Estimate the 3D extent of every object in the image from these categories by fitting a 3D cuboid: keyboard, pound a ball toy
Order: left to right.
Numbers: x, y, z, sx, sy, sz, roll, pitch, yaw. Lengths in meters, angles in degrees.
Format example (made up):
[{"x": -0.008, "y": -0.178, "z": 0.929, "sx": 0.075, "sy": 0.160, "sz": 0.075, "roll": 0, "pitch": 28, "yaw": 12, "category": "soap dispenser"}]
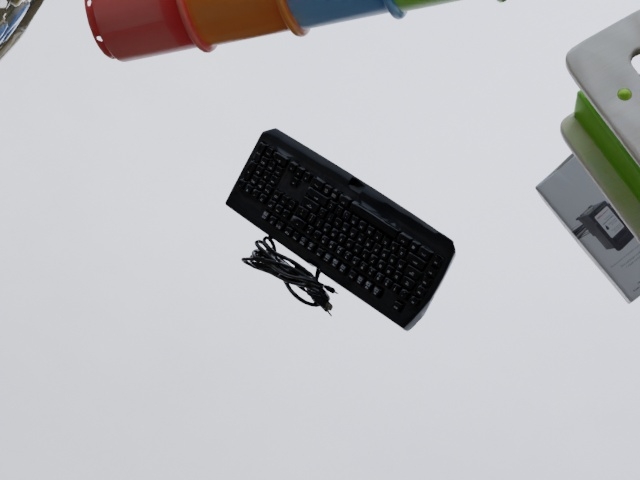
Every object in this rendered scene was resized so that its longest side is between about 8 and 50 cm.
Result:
[{"x": 0.000, "y": 0.000, "z": 1.009, "sx": 0.192, "sy": 0.100, "sz": 0.038, "roll": 34, "pitch": 16, "yaw": 34, "category": "keyboard"}, {"x": 0.333, "y": -0.057, "z": 1.153, "sx": 0.319, "sy": 0.135, "sz": 0.208, "roll": 58, "pitch": -8, "yaw": 26, "category": "pound a ball toy"}]

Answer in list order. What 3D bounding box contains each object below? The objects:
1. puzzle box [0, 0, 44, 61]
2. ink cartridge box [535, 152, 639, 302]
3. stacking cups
[{"x": -0.086, "y": -0.143, "z": 0.446, "sx": 0.052, "sy": 0.272, "sz": 0.409, "roll": 36, "pitch": -49, "yaw": -10, "category": "puzzle box"}, {"x": 0.287, "y": -0.013, "z": 1.446, "sx": 0.150, "sy": 0.063, "sz": 0.109, "roll": 51, "pitch": 7, "yaw": 10, "category": "ink cartridge box"}, {"x": 0.013, "y": -0.161, "z": 0.865, "sx": 0.316, "sy": 0.096, "sz": 0.096, "roll": -13, "pitch": -48, "yaw": 17, "category": "stacking cups"}]
